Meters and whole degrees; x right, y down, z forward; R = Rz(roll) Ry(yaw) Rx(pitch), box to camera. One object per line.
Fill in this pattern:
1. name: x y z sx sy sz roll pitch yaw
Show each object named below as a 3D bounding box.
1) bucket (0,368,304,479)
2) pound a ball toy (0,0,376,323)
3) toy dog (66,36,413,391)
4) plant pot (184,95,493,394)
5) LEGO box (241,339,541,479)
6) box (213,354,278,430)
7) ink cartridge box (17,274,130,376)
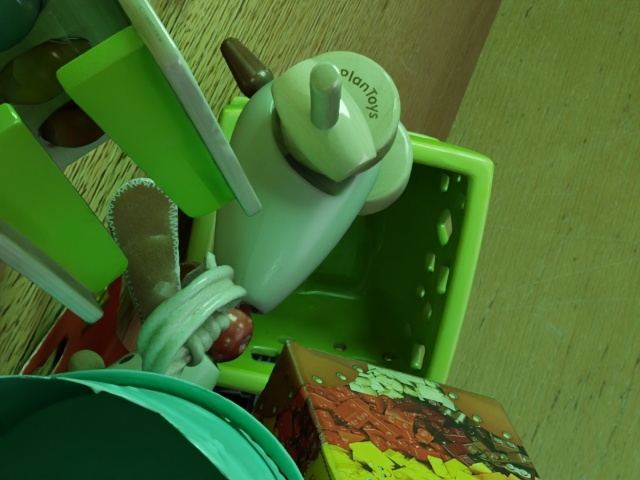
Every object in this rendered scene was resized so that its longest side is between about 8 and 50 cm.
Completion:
1. bucket: -0.130 0.200 0.804 0.183 0.281 0.281 19 90 -83
2. pound a ball toy: -0.094 -0.081 0.782 0.208 0.136 0.319 -34 167 -2
3. toy dog: -0.075 -0.019 1.041 0.333 0.161 0.220 -45 164 -30
4. plant pot: 0.000 0.000 1.262 0.207 0.228 0.227 -112 -146 -75
5. LEGO box: -0.005 0.387 1.025 0.500 0.193 0.372 -64 -156 22
6. box: -0.098 0.165 1.533 0.147 0.077 0.180 -44 151 -71
7. ink cartridge box: -0.185 0.225 1.120 0.385 0.091 0.308 102 12 -45
